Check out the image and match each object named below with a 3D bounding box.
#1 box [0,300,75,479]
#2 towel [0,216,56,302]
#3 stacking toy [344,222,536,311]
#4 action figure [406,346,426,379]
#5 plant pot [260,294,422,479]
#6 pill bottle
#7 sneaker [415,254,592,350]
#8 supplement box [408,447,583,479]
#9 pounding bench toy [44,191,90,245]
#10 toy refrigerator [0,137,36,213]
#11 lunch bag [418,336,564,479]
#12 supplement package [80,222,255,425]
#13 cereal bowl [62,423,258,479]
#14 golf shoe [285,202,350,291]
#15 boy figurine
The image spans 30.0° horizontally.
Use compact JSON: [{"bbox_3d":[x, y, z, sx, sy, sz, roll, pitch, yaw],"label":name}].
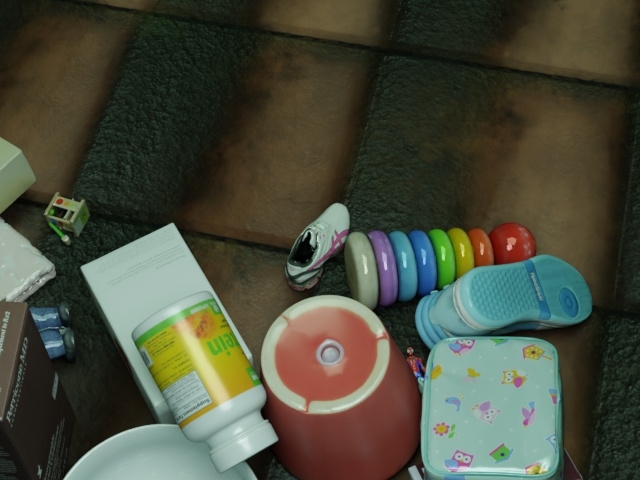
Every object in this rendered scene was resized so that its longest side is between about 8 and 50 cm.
[{"bbox_3d":[-0.477,0.261,1.789,0.143,0.381,0.191,1,57,4],"label":"box"},{"bbox_3d":[-0.689,0.059,2.126,0.332,0.053,0.317,37,67,23],"label":"towel"},{"bbox_3d":[0.214,0.033,2.057,0.330,0.141,0.141,-8,57,-8],"label":"stacking toy"},{"bbox_3d":[0.160,0.229,1.990,0.038,0.030,0.115,-13,56,1],"label":"action figure"},{"bbox_3d":[0.023,0.223,1.858,0.274,0.243,0.275,-4,60,6],"label":"plant pot"},{"bbox_3d":[-0.163,0.210,1.758,0.136,0.136,0.246,-28,82,-14],"label":"pill bottle"},{"bbox_3d":[0.291,0.114,2.008,0.319,0.208,0.127,3,67,-38],"label":"sneaker"},{"bbox_3d":[0.270,0.376,1.862,0.239,0.073,0.130,-20,57,-9],"label":"supplement box"},{"bbox_3d":[-0.470,-0.036,2.174,0.065,0.052,0.083,16,60,13],"label":"pounding bench toy"},{"bbox_3d":[-0.641,-0.063,2.117,0.102,0.094,0.269,29,63,28],"label":"toy refrigerator"},{"bbox_3d":[0.257,0.272,1.825,0.224,0.108,0.279,-3,43,13],"label":"lunch bag"},{"bbox_3d":[-0.244,0.156,1.967,0.175,0.177,0.293,-27,59,-14],"label":"supplement package"},{"bbox_3d":[-0.237,0.458,1.796,0.338,0.141,0.339,-1,57,2],"label":"cereal bowl"},{"bbox_3d":[0.000,0.000,2.110,0.067,0.086,0.186,21,60,17],"label":"golf shoe"},{"bbox_3d":[-0.551,0.179,1.983,0.285,0.092,0.177,-10,63,-17],"label":"boy figurine"}]
